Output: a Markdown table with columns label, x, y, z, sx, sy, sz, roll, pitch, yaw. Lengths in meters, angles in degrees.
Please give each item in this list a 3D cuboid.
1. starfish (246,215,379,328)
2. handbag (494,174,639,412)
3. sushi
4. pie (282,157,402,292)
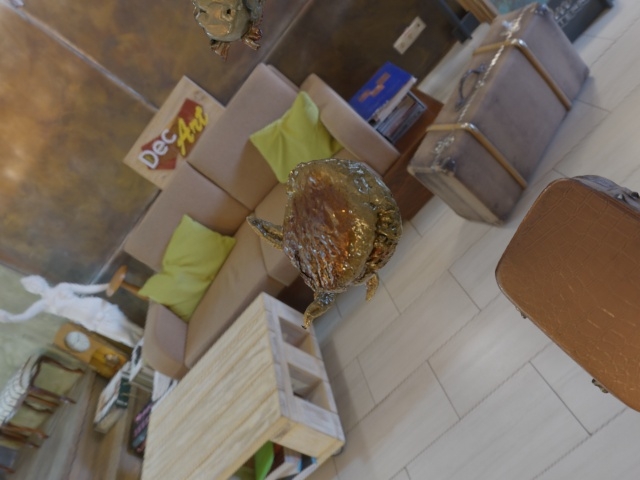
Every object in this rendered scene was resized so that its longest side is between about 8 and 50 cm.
| label | x | y | z | sx | sy | sz | roll | pitch | yaw |
| --- | --- | --- | --- | --- | --- | --- | --- | --- | --- |
| starfish | 0.000 | 0.000 | 0.743 | 0.062 | 0.236 | 0.277 | -42 | 21 | 56 |
| handbag | 0.258 | 0.046 | 0.411 | 0.193 | 0.072 | 0.151 | 45 | 127 | 32 |
| sushi | -0.183 | -0.481 | 0.792 | 0.124 | 0.332 | 0.130 | 0 | 45 | 26 |
| pie | 0.011 | -0.016 | 0.577 | 0.079 | 0.163 | 0.193 | -28 | -24 | -37 |
